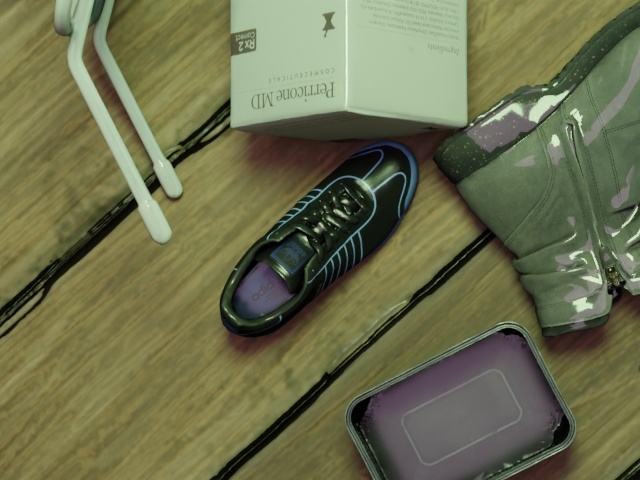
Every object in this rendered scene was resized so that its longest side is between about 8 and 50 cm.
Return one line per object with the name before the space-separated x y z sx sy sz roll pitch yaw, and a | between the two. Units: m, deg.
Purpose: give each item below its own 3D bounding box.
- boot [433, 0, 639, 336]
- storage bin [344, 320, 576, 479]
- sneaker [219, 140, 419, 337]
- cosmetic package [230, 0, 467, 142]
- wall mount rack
boot | 0.290 -0.080 1.341 0.338 0.118 0.222 -36 86 14
storage bin | 0.124 0.159 1.349 0.180 0.084 0.122 -28 84 4
sneaker | 0.000 0.000 1.369 0.081 0.090 0.232 42 92 7
cosmetic package | 0.025 -0.186 1.320 0.151 0.151 0.183 -4 84 47
wall mount rack | -0.151 -0.176 1.294 0.131 0.350 0.304 13 101 -4
